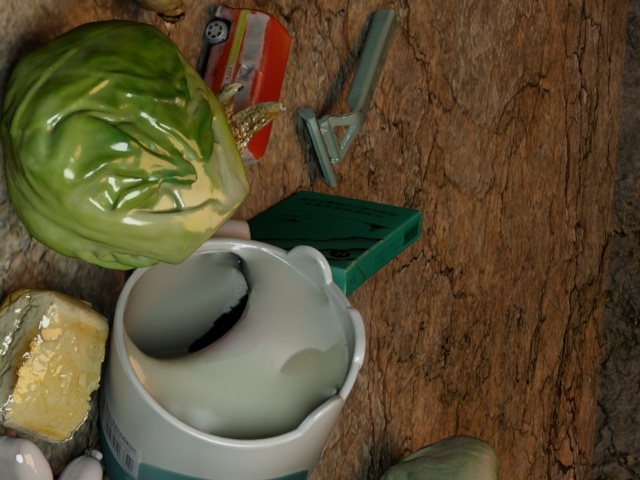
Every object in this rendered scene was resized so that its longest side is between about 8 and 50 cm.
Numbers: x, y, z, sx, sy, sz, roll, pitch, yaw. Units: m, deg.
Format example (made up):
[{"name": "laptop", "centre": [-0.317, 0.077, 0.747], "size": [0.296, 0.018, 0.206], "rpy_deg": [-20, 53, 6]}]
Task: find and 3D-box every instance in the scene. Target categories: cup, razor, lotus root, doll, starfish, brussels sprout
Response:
[{"name": "cup", "centre": [-0.095, 0.118, 1.395], "size": [0.258, 0.219, 0.290], "rpy_deg": [110, -21, -51]}, {"name": "razor", "centre": [0.051, -0.199, 1.877], "size": [0.111, 0.056, 0.278], "rpy_deg": [70, 34, -41]}, {"name": "lotus root", "centre": [-0.162, -0.254, 1.387], "size": [0.072, 0.063, 0.152], "rpy_deg": [-99, 165, -47]}, {"name": "doll", "centre": [-0.242, 0.241, 1.293], "size": [0.160, 0.059, 0.161], "rpy_deg": [49, 50, -47]}, {"name": "starfish", "centre": [-0.124, -0.049, 1.439], "size": [0.236, 0.062, 0.277], "rpy_deg": [-45, 166, -33]}, {"name": "brussels sprout", "centre": [-0.168, -0.081, 1.260], "size": [0.223, 0.161, 0.223], "rpy_deg": [12, 70, -36]}]

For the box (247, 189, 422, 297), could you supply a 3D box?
[{"name": "box", "centre": [0.000, 0.000, 1.677], "size": [0.226, 0.161, 0.042], "rpy_deg": [-36, 131, -60]}]

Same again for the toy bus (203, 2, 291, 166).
[{"name": "toy bus", "centre": [-0.085, -0.156, 1.560], "size": [0.079, 0.077, 0.174], "rpy_deg": [42, 56, -60]}]

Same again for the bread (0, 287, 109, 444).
[{"name": "bread", "centre": [-0.242, 0.100, 1.266], "size": [0.106, 0.082, 0.125], "rpy_deg": [33, 75, -52]}]

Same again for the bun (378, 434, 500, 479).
[{"name": "bun", "centre": [0.138, 0.403, 2.074], "size": [0.283, 0.179, 0.283], "rpy_deg": [16, 90, -84]}]
